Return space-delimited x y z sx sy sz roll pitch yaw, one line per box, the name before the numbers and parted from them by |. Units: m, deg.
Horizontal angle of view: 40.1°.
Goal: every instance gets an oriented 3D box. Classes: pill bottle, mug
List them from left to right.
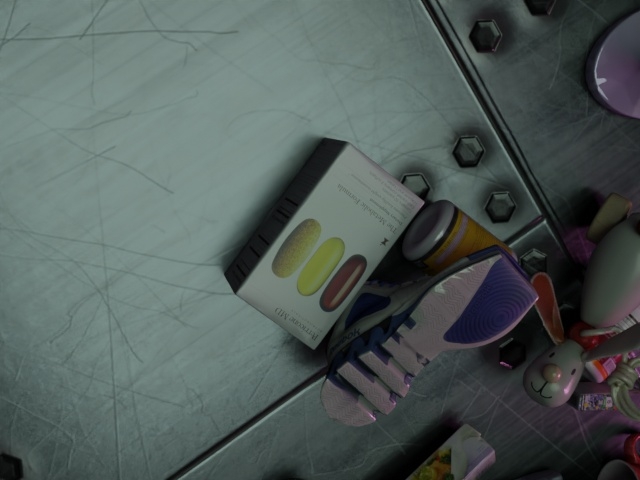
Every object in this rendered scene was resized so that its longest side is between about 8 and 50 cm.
pill bottle | 0.215 0.031 1.255 0.184 0.103 0.103 36 90 -15
pill bottle | 0.445 0.137 1.335 0.152 0.086 0.086 -43 105 -4
mug | 0.545 0.394 1.388 0.169 0.113 0.150 10 100 -18

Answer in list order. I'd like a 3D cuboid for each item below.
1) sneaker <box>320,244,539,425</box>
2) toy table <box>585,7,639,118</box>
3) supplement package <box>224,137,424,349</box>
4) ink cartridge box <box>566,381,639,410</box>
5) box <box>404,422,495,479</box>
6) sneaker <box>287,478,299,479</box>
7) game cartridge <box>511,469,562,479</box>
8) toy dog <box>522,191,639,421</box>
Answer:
sneaker | 0.117 0.094 1.192 0.315 0.182 0.127 -36 117 9
toy table | 0.546 -0.261 1.258 0.274 0.161 0.252 -26 104 -9
supplement package | 0.000 0.000 1.184 0.139 0.134 0.244 36 90 -15
ink cartridge box | 0.438 0.241 1.361 0.115 0.063 0.029 2 97 -13
box | 0.123 0.403 1.283 0.324 0.063 0.067 -41 150 -10
sneaker | -0.086 0.492 1.236 0.102 0.146 0.293 26 92 -16
game cartridge | 0.256 0.491 1.366 0.294 0.060 0.196 -15 98 -10
toy dog | 0.408 0.076 1.230 0.220 0.161 0.334 11 73 18
